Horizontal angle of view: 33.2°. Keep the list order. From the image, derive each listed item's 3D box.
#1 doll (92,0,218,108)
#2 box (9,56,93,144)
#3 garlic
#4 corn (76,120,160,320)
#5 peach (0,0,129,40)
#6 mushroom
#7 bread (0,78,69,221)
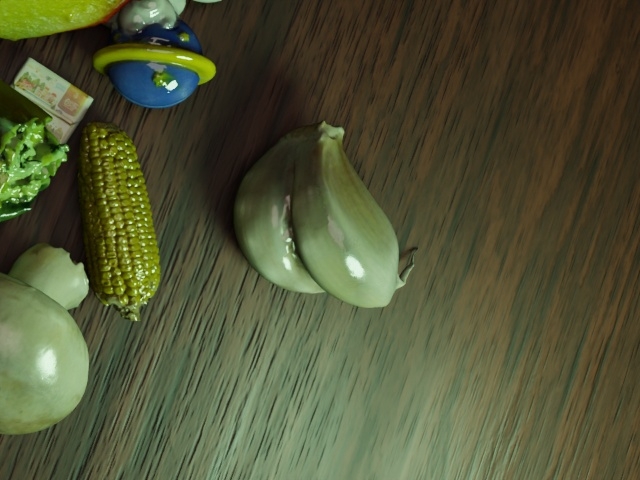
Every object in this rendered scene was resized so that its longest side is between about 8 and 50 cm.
[{"bbox_3d":[-0.300,-0.335,1.686,0.311,0.159,0.242,7,91,-10],"label":"doll"},{"bbox_3d":[-0.468,-0.164,1.688,0.122,0.032,0.220,33,80,-15],"label":"box"},{"bbox_3d":[0.000,0.000,1.809,0.340,0.231,0.246,53,29,-29],"label":"garlic"},{"bbox_3d":[-0.322,-0.030,1.699,0.119,0.119,0.322,-9,94,-20],"label":"corn"},{"bbox_3d":[-0.443,-0.460,1.499,0.406,0.335,0.310,-7,80,-10],"label":"peach"},{"bbox_3d":[-0.468,0.126,1.581,0.297,0.297,0.290,33,53,-17],"label":"mushroom"},{"bbox_3d":[-0.580,-0.169,1.548,0.376,0.208,0.251,35,76,-4],"label":"bread"}]
